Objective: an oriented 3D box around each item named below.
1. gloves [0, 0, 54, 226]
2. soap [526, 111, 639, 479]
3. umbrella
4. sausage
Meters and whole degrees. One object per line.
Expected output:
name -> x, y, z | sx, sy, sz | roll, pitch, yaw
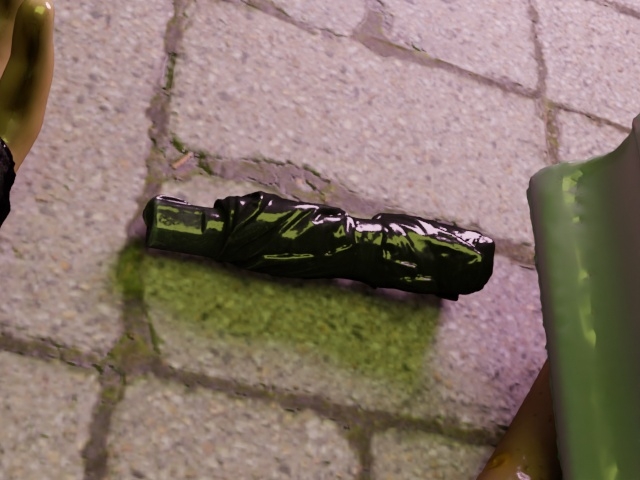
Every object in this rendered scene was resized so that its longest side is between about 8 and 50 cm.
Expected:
gloves -> -0.248, -0.100, 0.583 | 0.197, 0.152, 0.301 | 36, 41, -28
soap -> 0.277, 0.162, 0.619 | 0.261, 0.156, 0.446 | 14, 61, -32
umbrella -> 0.000, 0.000, 0.693 | 0.236, 0.066, 0.059 | 10, 62, -17
sausage -> 0.163, 0.113, 0.701 | 0.066, 0.066, 0.301 | 38, 52, 1
